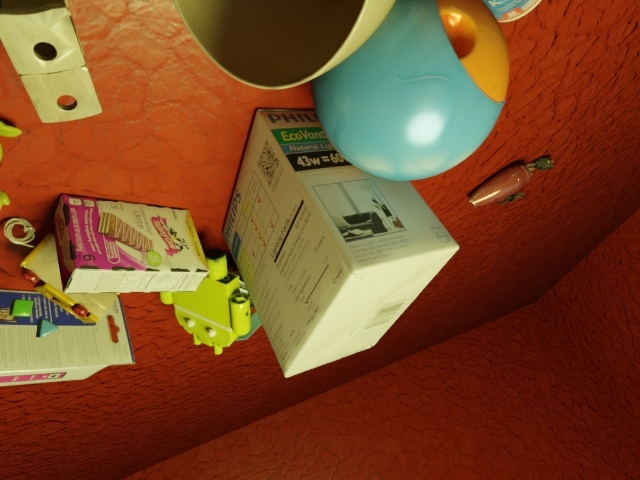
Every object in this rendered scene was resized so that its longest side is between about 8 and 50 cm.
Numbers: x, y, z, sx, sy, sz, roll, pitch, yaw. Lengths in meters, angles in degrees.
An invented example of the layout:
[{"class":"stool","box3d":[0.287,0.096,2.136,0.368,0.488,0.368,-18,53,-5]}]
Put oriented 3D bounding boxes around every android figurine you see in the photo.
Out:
[{"class":"android figurine","box3d":[-0.256,0.134,0.979,0.056,0.248,0.273,-41,143,-52]}]

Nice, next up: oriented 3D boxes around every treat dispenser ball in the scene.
[{"class":"treat dispenser ball","box3d":[0.129,-0.236,0.666,0.287,0.288,0.288,-21,150,-13]}]

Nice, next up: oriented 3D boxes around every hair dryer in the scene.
[{"class":"hair dryer","box3d":[0.588,-0.152,1.396,0.293,0.080,0.224,-12,147,-26]}]

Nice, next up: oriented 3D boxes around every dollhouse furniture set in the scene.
[{"class":"dollhouse furniture set","box3d":[-0.356,-0.205,0.469,0.183,0.129,0.129,-18,149,-20]}]

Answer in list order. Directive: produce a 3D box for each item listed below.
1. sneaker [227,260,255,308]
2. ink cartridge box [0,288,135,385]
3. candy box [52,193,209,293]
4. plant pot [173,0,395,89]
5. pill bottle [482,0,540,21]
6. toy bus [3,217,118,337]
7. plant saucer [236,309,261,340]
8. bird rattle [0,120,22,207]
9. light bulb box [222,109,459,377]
[{"class":"sneaker","box3d":[-0.120,0.123,1.127,0.281,0.163,0.106,33,104,-23]},{"class":"ink cartridge box","box3d":[-0.561,0.183,0.857,0.069,0.176,0.370,-44,147,26]},{"class":"candy box","box3d":[-0.334,0.010,0.795,0.233,0.159,0.071,5,138,-46]},{"class":"plant pot","box3d":[-0.010,-0.327,0.471,0.191,0.284,0.284,-36,162,-42]},{"class":"pill bottle","box3d":[0.237,-0.418,0.642,0.221,0.124,0.124,2,139,-42]},{"class":"toy bus","box3d":[-0.472,0.066,0.815,0.104,0.203,0.190,-13,174,42]},{"class":"plant saucer","box3d":[-0.219,0.272,1.445,0.067,0.018,0.192,8,136,-46]},{"class":"bird rattle","box3d":[-0.511,-0.101,0.517,0.206,0.143,0.253,-26,152,31]},{"class":"light bulb box","box3d":[0.000,0.000,0.855,0.225,0.361,0.358,-10,146,-32]}]
